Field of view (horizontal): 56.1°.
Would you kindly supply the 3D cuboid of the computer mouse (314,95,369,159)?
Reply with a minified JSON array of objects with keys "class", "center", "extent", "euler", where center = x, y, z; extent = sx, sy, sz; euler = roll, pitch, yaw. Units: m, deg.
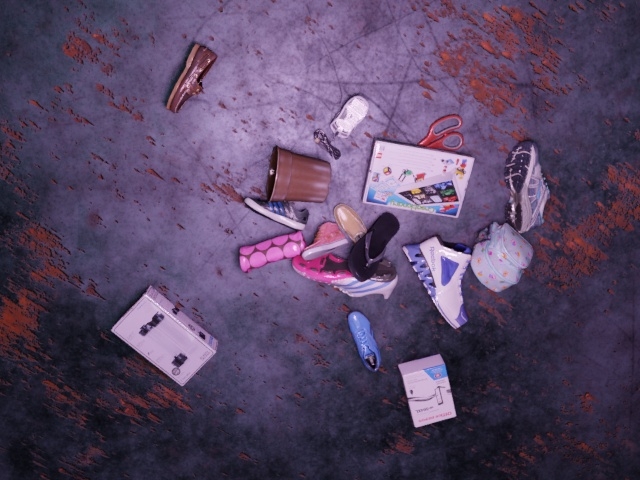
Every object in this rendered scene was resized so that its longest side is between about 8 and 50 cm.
[{"class":"computer mouse","center":[0.071,-0.342,1.775],"extent":[0.106,0.042,0.193],"euler":[39,105,-8]}]

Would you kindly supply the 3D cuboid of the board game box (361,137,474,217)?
[{"class":"board game box","center":[0.291,-0.186,1.814],"extent":[0.305,0.053,0.193],"euler":[9,110,-8]}]

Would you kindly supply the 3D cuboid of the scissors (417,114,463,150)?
[{"class":"scissors","center":[0.295,-0.286,1.817],"extent":[0.297,0.021,0.109],"euler":[-21,111,4]}]

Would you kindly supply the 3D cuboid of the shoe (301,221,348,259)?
[{"class":"shoe","center":[0.000,0.000,1.808],"extent":[0.063,0.178,0.081],"euler":[-44,70,47]}]

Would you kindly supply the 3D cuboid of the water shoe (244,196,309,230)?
[{"class":"water shoe","center":[-0.132,-0.099,1.822],"extent":[0.203,0.073,0.080],"euler":[25,84,-16]}]

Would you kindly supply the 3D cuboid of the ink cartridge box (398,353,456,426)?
[{"class":"ink cartridge box","center":[0.357,0.501,2.003],"extent":[0.148,0.086,0.203],"euler":[-16,105,0]}]

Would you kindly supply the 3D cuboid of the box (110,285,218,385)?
[{"class":"box","center":[-0.486,0.299,1.890],"extent":[0.290,0.087,0.169],"euler":[42,99,-14]}]

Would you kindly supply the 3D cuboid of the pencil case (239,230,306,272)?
[{"class":"pencil case","center":[-0.142,0.035,1.828],"extent":[0.209,0.098,0.095],"euler":[-14,62,8]}]

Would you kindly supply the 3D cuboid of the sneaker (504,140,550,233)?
[{"class":"sneaker","center":[0.641,-0.167,1.843],"extent":[0.122,0.110,0.283],"euler":[-8,109,-20]}]

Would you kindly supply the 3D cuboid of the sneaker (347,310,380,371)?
[{"class":"sneaker","center":[0.146,0.327,1.944],"extent":[0.069,0.082,0.209],"euler":[-20,104,4]}]

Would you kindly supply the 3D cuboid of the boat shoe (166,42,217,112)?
[{"class":"boat shoe","center":[-0.363,-0.448,1.697],"extent":[0.073,0.073,0.207],"euler":[28,102,-9]}]

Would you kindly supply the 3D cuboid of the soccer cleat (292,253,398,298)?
[{"class":"soccer cleat","center":[0.072,0.119,1.867],"extent":[0.331,0.116,0.143],"euler":[9,134,4]}]

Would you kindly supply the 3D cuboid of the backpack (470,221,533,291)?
[{"class":"backpack","center":[0.546,0.053,1.820],"extent":[0.166,0.144,0.188],"euler":[41,54,-14]}]

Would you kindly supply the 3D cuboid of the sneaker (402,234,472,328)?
[{"class":"sneaker","center":[0.409,0.110,1.877],"extent":[0.182,0.127,0.316],"euler":[-31,104,7]}]

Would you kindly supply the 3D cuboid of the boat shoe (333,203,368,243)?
[{"class":"boat shoe","center":[0.110,-0.031,1.845],"extent":[0.068,0.072,0.190],"euler":[-38,104,7]}]

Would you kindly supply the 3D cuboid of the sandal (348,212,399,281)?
[{"class":"sandal","center":[0.162,0.010,1.795],"extent":[0.097,0.054,0.255],"euler":[37,61,-10]}]

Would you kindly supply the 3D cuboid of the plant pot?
[{"class":"plant pot","center":[-0.062,-0.182,1.756],"extent":[0.165,0.167,0.167],"euler":[7,105,-15]}]
